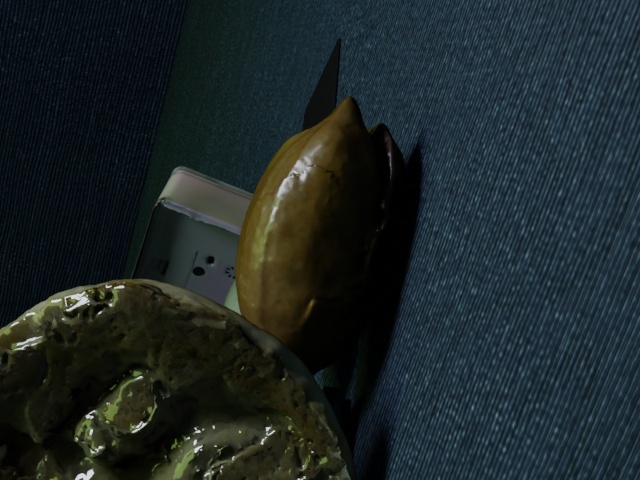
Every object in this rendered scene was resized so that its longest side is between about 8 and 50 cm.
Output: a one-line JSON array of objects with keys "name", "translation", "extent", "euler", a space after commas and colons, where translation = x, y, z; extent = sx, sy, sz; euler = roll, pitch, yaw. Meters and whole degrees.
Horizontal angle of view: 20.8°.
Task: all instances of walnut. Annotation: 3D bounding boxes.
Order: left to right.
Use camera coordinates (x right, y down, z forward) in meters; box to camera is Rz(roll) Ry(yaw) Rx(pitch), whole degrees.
[{"name": "walnut", "translation": [0.000, 0.000, 1.457], "extent": [0.137, 0.137, 0.245], "euler": [-114, 39, -71]}]

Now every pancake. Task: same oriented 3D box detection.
[{"name": "pancake", "translation": [-0.147, 0.219, 1.413], "extent": [0.082, 0.387, 0.387], "euler": [-25, -52, -75]}]

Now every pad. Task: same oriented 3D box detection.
[{"name": "pad", "translation": [-0.002, -0.140, 1.944], "extent": [0.157, 0.003, 0.112], "euler": [119, 160, -57]}]

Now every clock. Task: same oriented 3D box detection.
[{"name": "clock", "translation": [-0.115, 0.033, 1.797], "extent": [0.071, 0.147, 0.192], "euler": [-69, 1, -48]}]

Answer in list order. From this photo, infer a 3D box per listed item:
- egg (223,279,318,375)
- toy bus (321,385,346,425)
[{"name": "egg", "translation": [-0.033, 0.071, 1.584], "extent": [0.152, 0.114, 0.114], "euler": [-68, -2, -52]}, {"name": "toy bus", "translation": [-0.082, 0.199, 1.587], "extent": [0.271, 0.165, 0.133], "euler": [139, 141, -72]}]
